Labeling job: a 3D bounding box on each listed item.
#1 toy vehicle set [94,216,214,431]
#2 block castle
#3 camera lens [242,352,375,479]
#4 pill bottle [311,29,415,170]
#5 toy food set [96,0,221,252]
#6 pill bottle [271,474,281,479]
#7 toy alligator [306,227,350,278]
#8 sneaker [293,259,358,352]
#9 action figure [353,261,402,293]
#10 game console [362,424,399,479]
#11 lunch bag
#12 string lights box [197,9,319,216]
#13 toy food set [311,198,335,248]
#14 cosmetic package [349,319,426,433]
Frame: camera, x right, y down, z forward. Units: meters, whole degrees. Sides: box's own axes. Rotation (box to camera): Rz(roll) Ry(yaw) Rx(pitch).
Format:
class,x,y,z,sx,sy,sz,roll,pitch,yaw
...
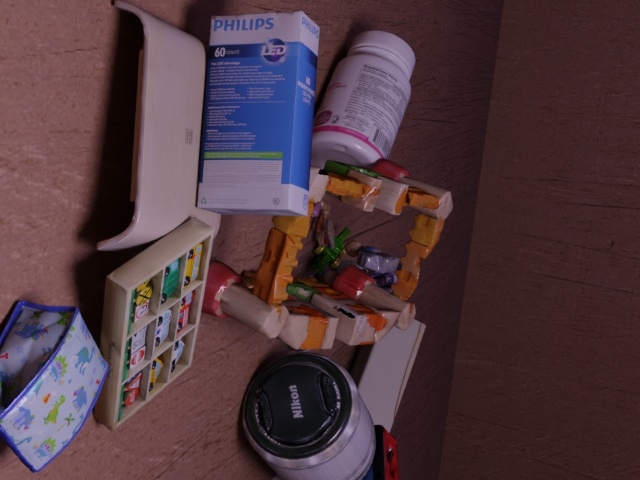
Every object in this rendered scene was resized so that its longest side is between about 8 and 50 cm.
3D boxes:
class,x,y,z,sx,sy,sz,roll,pitch,yaw
toy vehicle set,-0.219,0.112,1.217,0.166,0.035,0.267,-40,154,-45
block castle,0.000,0.000,1.563,0.453,0.212,0.303,4,106,-52
camera lens,-0.015,0.355,1.768,0.274,0.219,0.219,67,39,-57
pill bottle,0.083,-0.259,1.809,0.160,0.160,0.283,69,37,-56
toy food set,-0.212,-0.136,1.208,0.219,0.092,0.306,8,84,-70
pill bottle,-0.079,0.529,1.939,0.043,0.043,0.083,-58,151,-45
toy alligator,0.005,0.040,1.921,0.051,0.056,0.190,-36,-167,49
sneaker,0.027,0.174,1.948,0.226,0.086,0.163,-53,148,-25
action figure,0.104,0.134,2.171,0.285,0.099,0.185,-27,132,-60
game console,0.032,0.576,1.859,0.342,0.060,0.386,-46,-165,20
lunch bag,-0.315,0.165,1.042,0.129,0.096,0.151,76,21,-49
string lights box,-0.081,-0.166,1.232,0.077,0.133,0.260,16,77,-69
toy food set,0.001,-0.041,1.878,0.078,0.019,0.122,-11,96,-64
cosmetic package,0.136,0.334,2.244,0.309,0.113,0.160,-67,-173,-30
